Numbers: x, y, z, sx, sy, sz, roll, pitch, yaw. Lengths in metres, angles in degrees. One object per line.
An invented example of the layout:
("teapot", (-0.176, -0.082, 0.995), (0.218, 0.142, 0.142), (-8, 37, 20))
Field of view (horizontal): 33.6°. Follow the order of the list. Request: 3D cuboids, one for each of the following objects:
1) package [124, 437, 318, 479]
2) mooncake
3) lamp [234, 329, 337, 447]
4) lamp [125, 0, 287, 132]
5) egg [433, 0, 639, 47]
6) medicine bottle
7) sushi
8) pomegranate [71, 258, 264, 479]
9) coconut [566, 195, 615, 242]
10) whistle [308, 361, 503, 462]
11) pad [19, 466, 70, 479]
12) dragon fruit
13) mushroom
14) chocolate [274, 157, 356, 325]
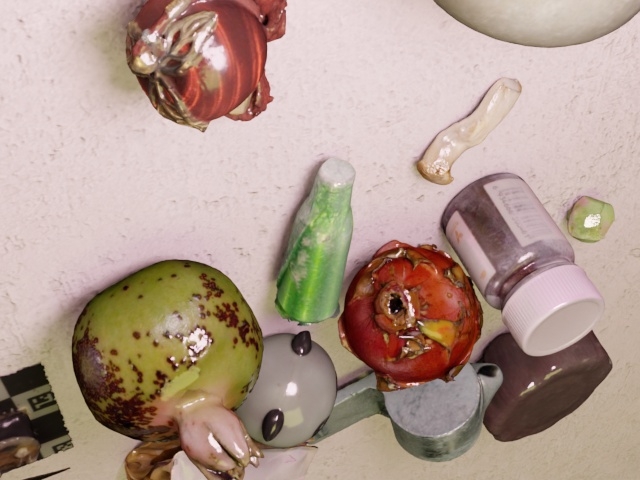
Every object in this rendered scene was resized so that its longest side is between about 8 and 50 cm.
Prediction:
("package", (-0.169, 0.402, 1.949), (0.311, 0.221, 0.165), (5, 109, -35))
("mooncake", (0.456, 0.284, 2.233), (0.306, 0.154, 0.306), (-18, 145, -13))
("lamp", (-0.063, 0.264, 1.828), (0.197, 0.198, 0.244), (-21, 163, -10))
("lamp", (-0.123, -0.201, 1.198), (0.223, 0.151, 0.215), (-9, 145, -30))
("egg", (0.238, -0.345, 1.167), (0.352, 0.258, 0.258), (-1, 138, -39))
("medicine bottle", (0.324, 0.036, 1.709), (0.165, 0.273, 0.165), (-18, 146, -13))
("sushi", (-0.578, 0.367, 1.664), (0.372, 0.100, 0.296), (-18, 145, -15))
("pomegranate", (-0.195, 0.201, 1.502), (0.284, 0.341, 0.285), (-22, 148, -14))
("coconut", (0.481, -0.036, 1.903), (0.082, 0.081, 0.083), (-50, 141, -32))
("whistle", (0.151, 0.316, 2.082), (0.404, 0.188, 0.168), (2, 153, 12))
("pad", (-0.583, 0.426, 1.676), (0.330, 0.004, 0.220), (-22, 171, 6))
("dragon fruit", (0.149, 0.125, 1.735), (0.250, 0.250, 0.315), (-42, -177, 19))
("mushroom", (0.225, -0.163, 1.582), (0.202, 0.054, 0.059), (-46, 146, 15))
("chocolate", (0.000, 0.000, 1.597), (0.110, 0.110, 0.291), (-11, 140, -23))
